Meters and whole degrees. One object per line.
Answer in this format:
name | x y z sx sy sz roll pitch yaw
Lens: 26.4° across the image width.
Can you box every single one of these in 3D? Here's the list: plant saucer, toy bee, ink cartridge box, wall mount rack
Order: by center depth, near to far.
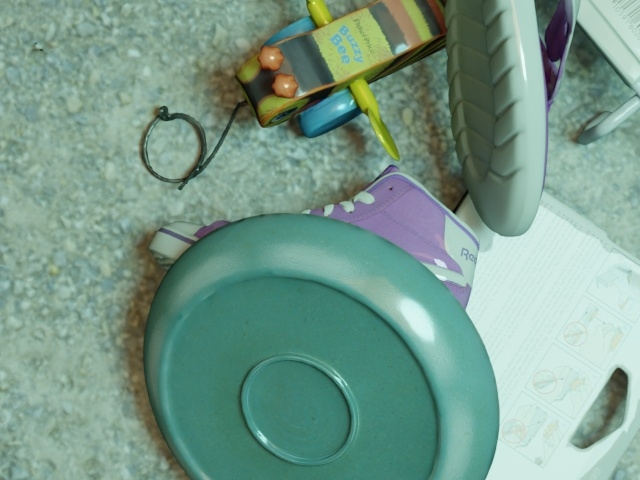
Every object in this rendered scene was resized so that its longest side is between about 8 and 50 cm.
plant saucer | -0.012 0.132 1.124 0.318 0.044 0.317 8 113 19
toy bee | -0.002 -0.137 1.179 0.195 0.162 0.298 41 83 0
ink cartridge box | 0.177 0.104 1.221 0.239 0.060 0.275 34 84 -1
wall mount rack | 0.296 -0.262 1.232 0.304 0.130 0.350 -38 88 -2

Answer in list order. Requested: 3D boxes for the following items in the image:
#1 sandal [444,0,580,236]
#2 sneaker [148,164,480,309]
sandal | 0.164 -0.211 1.111 0.102 0.169 0.416 -7 95 -10
sneaker | 0.000 0.000 1.190 0.282 0.102 0.161 17 73 14
